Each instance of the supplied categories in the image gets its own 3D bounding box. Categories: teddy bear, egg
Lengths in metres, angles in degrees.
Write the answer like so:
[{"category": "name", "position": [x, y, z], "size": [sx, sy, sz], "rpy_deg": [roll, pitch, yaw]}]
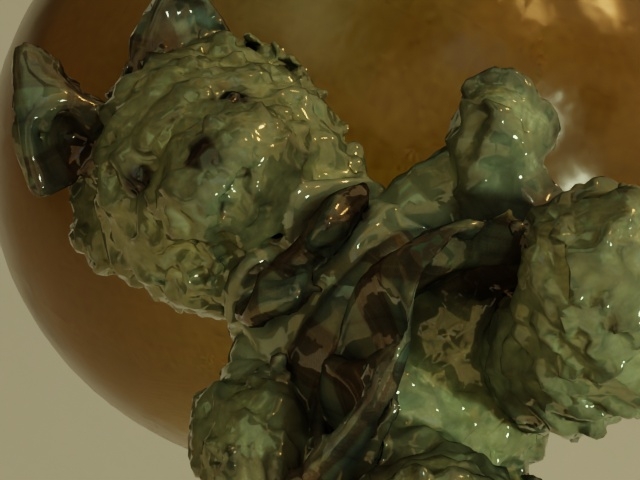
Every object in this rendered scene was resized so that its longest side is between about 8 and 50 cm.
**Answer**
[{"category": "teddy bear", "position": [0.012, 0.013, 0.458], "size": [0.133, 0.213, 0.111], "rpy_deg": [-46, 140, -5]}, {"category": "egg", "position": [0.009, -0.035, 0.765], "size": [0.283, 0.351, 0.282], "rpy_deg": [-3, 94, -48]}]
